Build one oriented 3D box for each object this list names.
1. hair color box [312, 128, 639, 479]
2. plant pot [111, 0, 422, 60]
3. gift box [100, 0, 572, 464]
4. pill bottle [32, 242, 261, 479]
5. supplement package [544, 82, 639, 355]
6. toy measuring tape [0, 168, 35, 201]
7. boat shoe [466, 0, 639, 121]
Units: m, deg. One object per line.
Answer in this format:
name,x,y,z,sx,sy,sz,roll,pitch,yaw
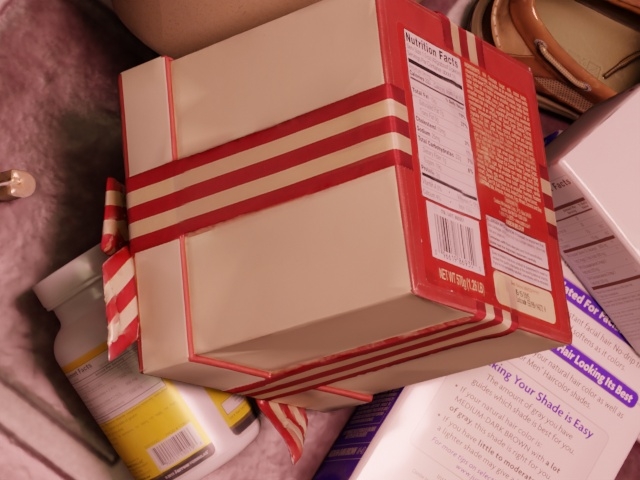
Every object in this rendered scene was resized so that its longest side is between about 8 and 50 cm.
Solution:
hair color box,0.162,0.104,1.405,0.185,0.110,0.339,36,74,-9
plant pot,-0.054,-0.224,1.320,0.284,0.284,0.191,29,108,-12
gift box,0.000,0.000,1.241,0.255,0.258,0.276,25,56,-50
pill bottle,-0.132,0.091,1.311,0.103,0.103,0.184,-34,93,-19
supplement package,0.247,-0.014,1.339,0.105,0.105,0.179,-40,95,-19
toy measuring tape,-0.326,0.065,1.258,0.330,0.121,0.121,-32,93,-32
boat shoe,0.281,-0.131,1.470,0.324,0.120,0.122,17,77,-15
